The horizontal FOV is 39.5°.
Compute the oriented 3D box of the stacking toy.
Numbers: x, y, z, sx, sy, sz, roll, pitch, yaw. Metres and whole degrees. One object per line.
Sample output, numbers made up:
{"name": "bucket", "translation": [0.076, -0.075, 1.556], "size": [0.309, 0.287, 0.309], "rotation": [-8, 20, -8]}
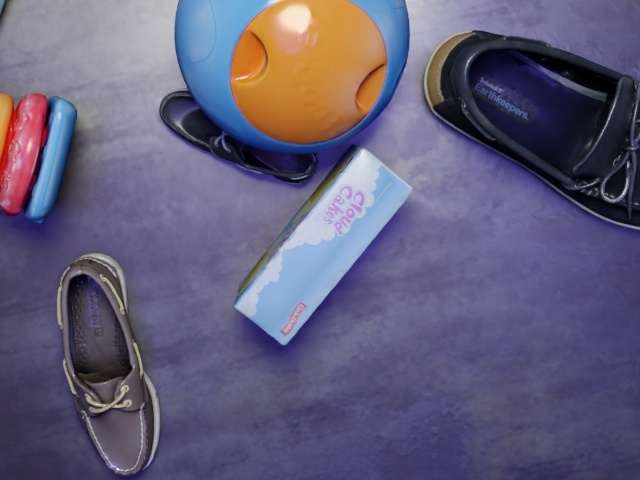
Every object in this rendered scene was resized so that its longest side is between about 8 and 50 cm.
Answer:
{"name": "stacking toy", "translation": [-0.473, -0.134, 1.114], "size": [0.302, 0.175, 0.166], "rotation": [14, 95, -24]}

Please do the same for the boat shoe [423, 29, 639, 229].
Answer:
{"name": "boat shoe", "translation": [0.377, -0.138, 1.198], "size": [0.500, 0.156, 0.187], "rotation": [24, 94, -6]}

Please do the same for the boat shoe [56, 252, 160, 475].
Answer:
{"name": "boat shoe", "translation": [-0.299, 0.182, 1.240], "size": [0.116, 0.097, 0.324], "rotation": [-8, 98, -1]}

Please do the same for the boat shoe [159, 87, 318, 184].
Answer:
{"name": "boat shoe", "translation": [-0.111, -0.146, 1.216], "size": [0.233, 0.079, 0.084], "rotation": [25, 97, -4]}

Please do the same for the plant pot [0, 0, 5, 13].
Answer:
{"name": "plant pot", "translation": [-0.532, -0.441, 1.087], "size": [0.252, 0.247, 0.248], "rotation": [23, 97, 15]}

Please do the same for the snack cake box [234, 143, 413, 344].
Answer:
{"name": "snack cake box", "translation": [0.000, 0.000, 1.200], "size": [0.089, 0.152, 0.264], "rotation": [39, 94, -6]}

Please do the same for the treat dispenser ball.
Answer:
{"name": "treat dispenser ball", "translation": [-0.034, -0.251, 1.099], "size": [0.288, 0.288, 0.288], "rotation": [0, 97, -2]}
